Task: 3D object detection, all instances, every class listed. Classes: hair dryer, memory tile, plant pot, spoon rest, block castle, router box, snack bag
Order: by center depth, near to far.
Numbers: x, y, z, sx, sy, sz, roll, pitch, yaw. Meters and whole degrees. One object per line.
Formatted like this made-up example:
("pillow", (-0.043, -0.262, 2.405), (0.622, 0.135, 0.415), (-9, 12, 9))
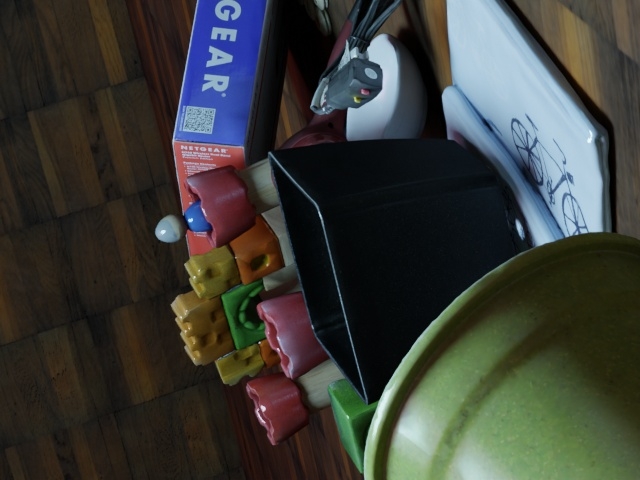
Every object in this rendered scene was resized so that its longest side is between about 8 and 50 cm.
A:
("plant pot", (0.213, 0.176, 1.326), (0.254, 0.276, 0.276), (45, 154, 41))
("snack bag", (0.171, -0.048, 1.677), (0.323, 0.037, 0.342), (-118, 15, -46))
("plant pot", (0.073, 0.008, 1.727), (0.187, 0.167, 0.188), (-130, 25, -68))
("hair dryer", (0.024, -0.126, 1.898), (0.293, 0.080, 0.223), (-55, 11, 45))
("spoon rest", (0.065, -0.078, 1.915), (0.137, 0.084, 0.276), (125, 142, -50))
("block castle", (-0.019, 0.135, 2.193), (0.453, 0.213, 0.303), (76, 166, -48))
("memory tile", (-0.017, -0.315, 2.260), (0.113, 0.012, 0.148), (-119, 15, -47))
("router box", (-0.100, -0.179, 2.330), (0.301, 0.082, 0.335), (89, -172, -61))

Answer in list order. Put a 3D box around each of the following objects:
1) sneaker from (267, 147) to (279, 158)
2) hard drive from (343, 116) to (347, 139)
("sneaker", (0.000, 0.000, 2.407), (0.106, 0.123, 0.290), (-133, 26, -62))
("hard drive", (0.071, -0.015, 2.190), (0.172, 0.054, 0.254), (-167, 60, -78))
